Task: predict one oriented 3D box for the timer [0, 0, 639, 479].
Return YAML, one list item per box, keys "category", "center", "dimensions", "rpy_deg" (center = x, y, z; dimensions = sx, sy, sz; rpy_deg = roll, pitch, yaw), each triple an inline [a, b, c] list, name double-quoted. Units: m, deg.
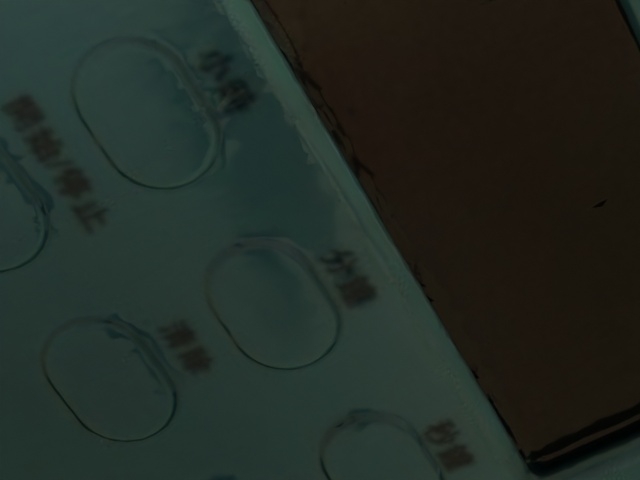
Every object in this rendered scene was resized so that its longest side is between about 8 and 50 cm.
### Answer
- category: "timer"
  center: [0.000, 0.000, 0.390]
  dimensions: [0.250, 0.091, 0.232]
  rpy_deg: [-20, -61, 23]
